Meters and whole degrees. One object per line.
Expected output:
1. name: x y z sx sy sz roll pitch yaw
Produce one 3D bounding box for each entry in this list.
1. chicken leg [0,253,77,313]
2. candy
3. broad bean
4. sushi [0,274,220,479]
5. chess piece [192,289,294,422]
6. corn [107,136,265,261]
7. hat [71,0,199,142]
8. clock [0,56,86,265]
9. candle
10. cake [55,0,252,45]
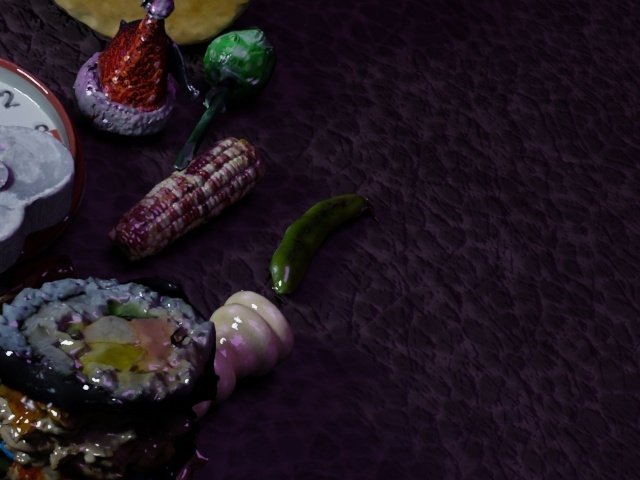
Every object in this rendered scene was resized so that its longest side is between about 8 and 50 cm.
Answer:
1. chicken leg: -0.358 0.083 1.585 0.113 0.093 0.304 26 37 21
2. candy: -0.130 -0.171 1.905 0.097 0.097 0.323 23 35 -1
3. broad bean: -0.004 -0.004 1.855 0.069 0.039 0.227 41 45 10
4. sushi: -0.217 0.163 1.486 0.238 0.219 0.225 24 27 38
5. chess piece: -0.116 0.136 1.642 0.094 0.094 0.170 39 53 15
6. corn: -0.157 -0.049 1.809 0.079 0.079 0.237 40 50 16
7. hat: -0.219 -0.228 1.850 0.128 0.227 0.140 -4 55 -26
8. clock: -0.421 -0.089 1.725 0.318 0.080 0.318 8 51 -10
9. candle: -0.359 -0.055 1.622 0.168 0.068 0.192 31 46 9
10. cake: -0.202 -0.460 2.016 0.332 0.332 0.321 17 41 -8
